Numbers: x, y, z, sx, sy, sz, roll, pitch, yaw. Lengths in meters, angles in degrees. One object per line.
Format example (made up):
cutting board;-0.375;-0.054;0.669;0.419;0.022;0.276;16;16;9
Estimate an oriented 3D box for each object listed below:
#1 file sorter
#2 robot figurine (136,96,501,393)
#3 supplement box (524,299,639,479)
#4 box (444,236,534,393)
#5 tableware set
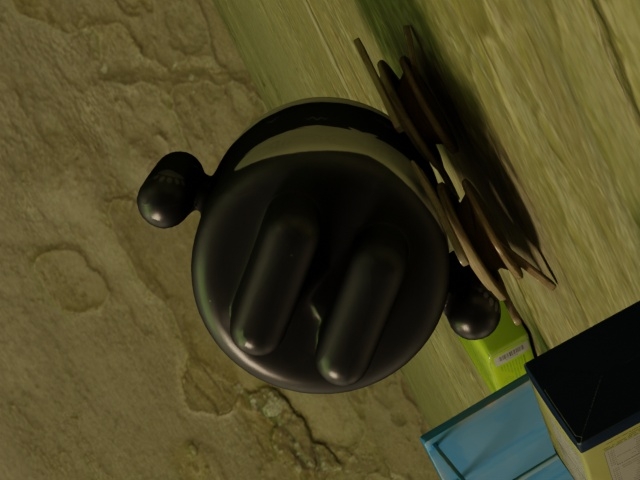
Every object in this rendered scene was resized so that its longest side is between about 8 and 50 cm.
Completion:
file sorter;0.174;0.203;1.380;0.170;0.118;0.104;63;174;-28
robot figurine;0.001;0.003;1.250;0.209;0.173;0.278;58;-170;-14
supplement box;0.154;0.082;0.888;0.056;0.083;0.083;59;176;41
box;0.122;0.048;1.532;0.178;0.042;0.109;60;176;34
tableware set;0.091;-0.049;1.219;0.128;0.039;0.194;43;-160;-59
